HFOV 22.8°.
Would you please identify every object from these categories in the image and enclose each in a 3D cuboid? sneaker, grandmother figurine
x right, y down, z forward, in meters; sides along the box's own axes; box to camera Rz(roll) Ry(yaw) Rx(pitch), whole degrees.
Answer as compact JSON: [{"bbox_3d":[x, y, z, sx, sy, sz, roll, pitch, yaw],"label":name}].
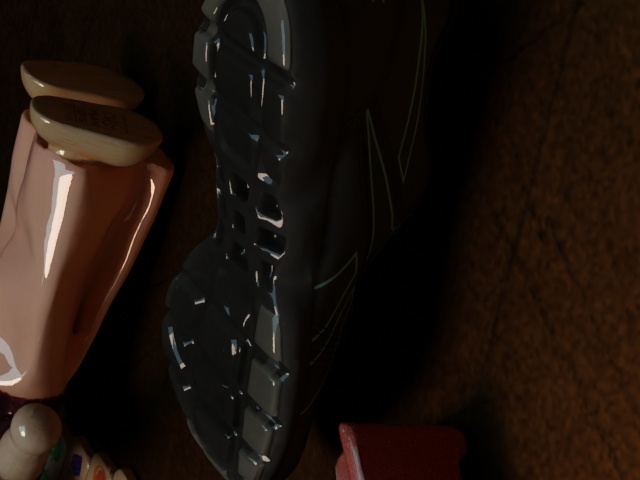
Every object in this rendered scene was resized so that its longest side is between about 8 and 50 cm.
[{"bbox_3d":[0.000,0.000,0.705,0.101,0.106,0.267,41,132,40],"label":"sneaker"},{"bbox_3d":[-0.177,0.076,0.943,0.208,0.104,0.342,-104,31,-65],"label":"grandmother figurine"}]

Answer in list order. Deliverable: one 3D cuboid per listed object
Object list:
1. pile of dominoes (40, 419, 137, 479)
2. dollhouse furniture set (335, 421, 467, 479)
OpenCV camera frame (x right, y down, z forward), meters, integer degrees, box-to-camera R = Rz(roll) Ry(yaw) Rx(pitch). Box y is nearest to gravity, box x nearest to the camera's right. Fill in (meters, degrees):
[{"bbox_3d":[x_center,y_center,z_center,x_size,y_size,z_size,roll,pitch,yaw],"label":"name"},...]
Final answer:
[{"bbox_3d":[-0.179,0.217,1.013,0.251,0.040,0.195,21,107,53],"label":"pile of dominoes"},{"bbox_3d":[0.038,0.212,0.596,0.374,0.152,0.201,50,129,43],"label":"dollhouse furniture set"}]
